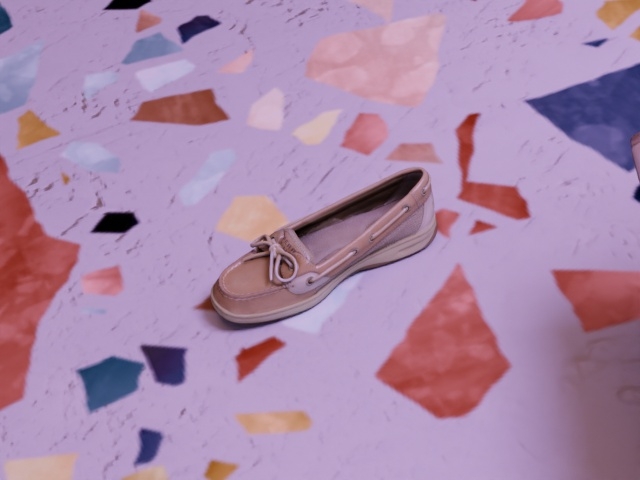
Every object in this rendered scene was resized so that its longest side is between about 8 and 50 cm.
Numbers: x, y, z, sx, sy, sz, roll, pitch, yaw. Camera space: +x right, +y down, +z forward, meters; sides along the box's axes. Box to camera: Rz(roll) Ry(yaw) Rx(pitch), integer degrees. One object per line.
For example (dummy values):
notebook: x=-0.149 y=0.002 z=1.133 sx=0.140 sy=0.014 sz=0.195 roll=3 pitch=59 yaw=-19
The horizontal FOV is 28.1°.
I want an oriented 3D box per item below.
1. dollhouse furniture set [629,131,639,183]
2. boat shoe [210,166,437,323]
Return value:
dollhouse furniture set: x=0.358 y=-0.005 z=0.523 sx=0.394 sy=0.362 sz=0.256 roll=-27 pitch=37 yaw=23
boat shoe: x=0.001 y=0.001 z=0.784 sx=0.153 sy=0.048 sz=0.056 roll=-21 pitch=45 yaw=-12
